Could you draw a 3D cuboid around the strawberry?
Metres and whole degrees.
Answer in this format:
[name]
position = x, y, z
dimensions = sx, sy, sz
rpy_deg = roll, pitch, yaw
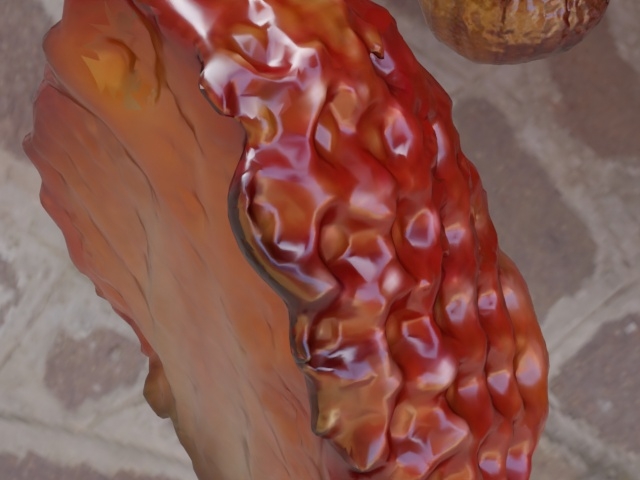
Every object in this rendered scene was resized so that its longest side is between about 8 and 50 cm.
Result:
[strawberry]
position = 0.000, 0.000, 0.672
dimensions = 0.149, 0.336, 0.265
rpy_deg = -31, 59, -17

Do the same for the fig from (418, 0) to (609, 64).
[fig]
position = 0.129, -0.224, 1.090
dimensions = 0.134, 0.201, 0.146
rpy_deg = 2, 37, 9
